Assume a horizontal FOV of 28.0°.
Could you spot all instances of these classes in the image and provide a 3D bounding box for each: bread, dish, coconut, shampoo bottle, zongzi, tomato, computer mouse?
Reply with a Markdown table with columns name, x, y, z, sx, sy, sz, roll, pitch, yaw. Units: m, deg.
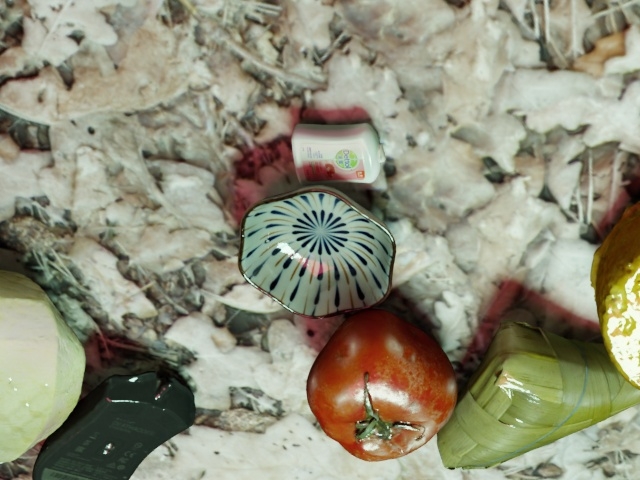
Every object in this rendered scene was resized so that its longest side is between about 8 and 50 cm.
| name | x | y | z | sx | sy | sz | roll | pitch | yaw |
| --- | --- | --- | --- | --- | --- | --- | --- | --- | --- |
| bread | 0.413 | 0.055 | 1.359 | 0.269 | 0.145 | 0.268 | 5 | 117 | 11 |
| dish | 0.000 | 0.000 | 1.461 | 0.191 | 0.066 | 0.190 | 6 | 129 | 7 |
| coconut | -0.430 | 0.149 | 1.570 | 0.259 | 0.259 | 0.259 | 6 | 124 | 9 |
| shampoo bottle | 0.022 | -0.095 | 1.411 | 0.099 | 0.043 | 0.072 | 0 | 126 | 13 |
| zongzi | 0.283 | 0.196 | 1.528 | 0.256 | 0.115 | 0.228 | 5 | 141 | -19 |
| tomato | 0.062 | 0.166 | 1.506 | 0.187 | 0.151 | 0.187 | -2 | 141 | -2 |
| computer mouse | -0.275 | 0.240 | 1.662 | 0.264 | 0.088 | 0.147 | -39 | 137 | 26 |
